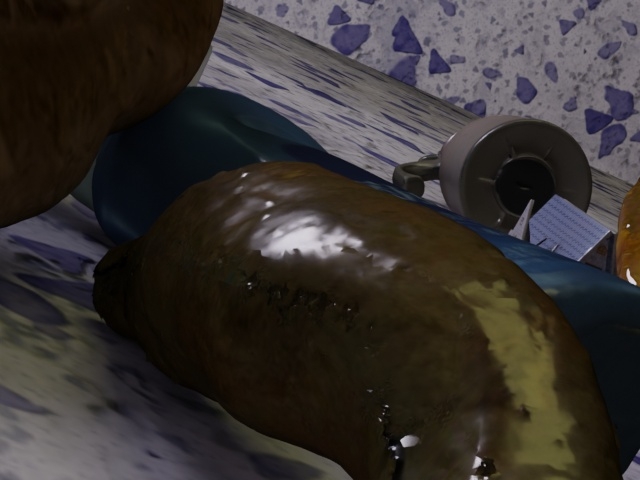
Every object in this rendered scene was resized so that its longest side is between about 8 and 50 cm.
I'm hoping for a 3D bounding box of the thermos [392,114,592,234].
[{"bbox_3d":[0.128,-0.054,1.353,0.137,0.105,0.193,-8,10,-7],"label":"thermos"}]

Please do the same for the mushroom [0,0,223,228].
[{"bbox_3d":[-0.155,-0.121,0.602,0.278,0.146,0.278,24,47,-29],"label":"mushroom"}]

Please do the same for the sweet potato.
[{"bbox_3d":[-0.007,0.035,0.472,0.085,0.112,0.286,23,2,-35],"label":"sweet potato"}]

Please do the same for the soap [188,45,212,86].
[{"bbox_3d":[-0.173,-0.151,1.173,0.121,0.064,0.183,29,9,26],"label":"soap"}]

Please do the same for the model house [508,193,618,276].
[{"bbox_3d":[0.143,0.036,0.871,0.167,0.088,0.117,23,8,-14],"label":"model house"}]

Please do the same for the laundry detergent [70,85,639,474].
[{"bbox_3d":[0.000,0.000,0.674,0.290,0.094,0.143,32,15,35],"label":"laundry detergent"}]

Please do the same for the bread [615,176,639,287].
[{"bbox_3d":[0.342,0.039,0.755,0.398,0.215,0.398,15,31,-9],"label":"bread"}]
